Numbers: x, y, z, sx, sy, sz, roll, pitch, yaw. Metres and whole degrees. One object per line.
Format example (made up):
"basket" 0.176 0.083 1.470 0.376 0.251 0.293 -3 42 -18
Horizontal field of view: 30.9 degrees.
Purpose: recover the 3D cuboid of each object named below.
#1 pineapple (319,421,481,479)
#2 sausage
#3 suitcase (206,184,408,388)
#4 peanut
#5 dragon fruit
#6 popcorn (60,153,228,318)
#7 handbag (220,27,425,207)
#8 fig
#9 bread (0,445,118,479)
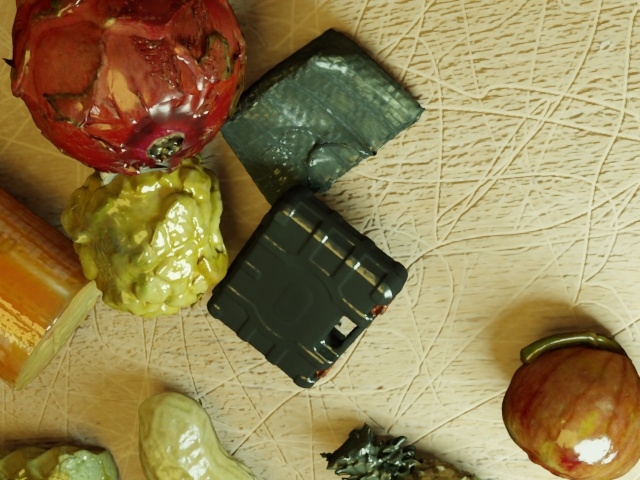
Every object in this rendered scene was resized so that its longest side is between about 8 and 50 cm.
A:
"pineapple" 0.132 0.361 1.678 0.278 0.158 0.158 36 124 18
"sausage" -0.492 0.048 1.720 0.287 0.233 0.233 37 123 1
"suitcase" -0.025 0.070 1.595 0.206 0.066 0.285 39 136 2
"peanut" -0.184 0.375 1.808 0.149 0.149 0.313 -30 96 31
"dragon fruit" -0.237 -0.233 1.434 0.295 0.295 0.302 -42 56 32
"popcorn" -0.242 -0.014 1.601 0.250 0.190 0.250 4 101 24
"handbag" -0.010 -0.154 1.514 0.270 0.089 0.175 -32 108 32
"fig" 0.335 0.213 1.493 0.205 0.205 0.205 9 118 18
"bread" -0.485 0.416 1.955 0.267 0.130 0.152 -6 121 25
